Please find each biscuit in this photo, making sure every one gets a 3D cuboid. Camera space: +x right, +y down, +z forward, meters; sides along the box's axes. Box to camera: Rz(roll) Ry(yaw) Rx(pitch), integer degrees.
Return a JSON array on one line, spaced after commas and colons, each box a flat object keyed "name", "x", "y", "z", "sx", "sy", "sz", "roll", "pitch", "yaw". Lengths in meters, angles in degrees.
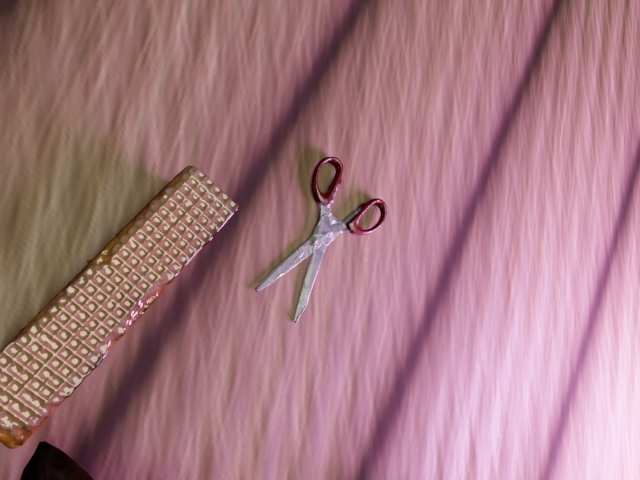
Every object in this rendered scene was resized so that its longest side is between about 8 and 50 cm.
[{"name": "biscuit", "x": -0.254, "y": 0.065, "z": 0.657, "sx": 0.094, "sy": 0.054, "sz": 0.379, "roll": 45, "pitch": 65, "yaw": -15}]

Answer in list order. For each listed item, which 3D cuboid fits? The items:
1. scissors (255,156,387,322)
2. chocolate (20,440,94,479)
[{"name": "scissors", "x": 0.000, "y": 0.000, "z": 0.830, "sx": 0.144, "sy": 0.017, "sz": 0.248, "roll": 41, "pitch": 67, "yaw": -18}, {"name": "chocolate", "x": -0.163, "y": 0.390, "z": 0.522, "sx": 0.297, "sy": 0.314, "sz": 0.326, "roll": 11, "pitch": 98, "yaw": -32}]
